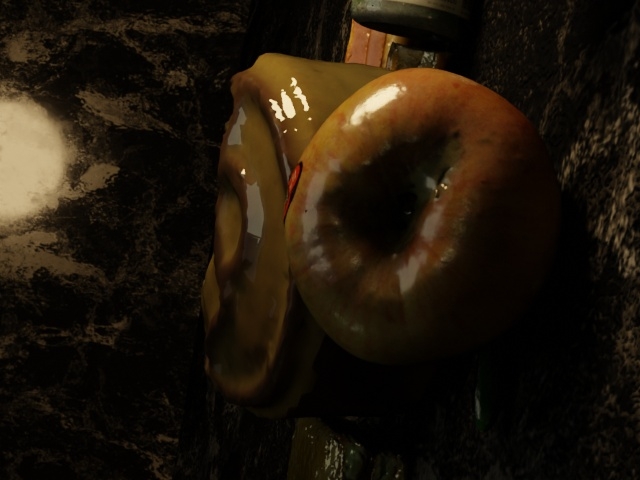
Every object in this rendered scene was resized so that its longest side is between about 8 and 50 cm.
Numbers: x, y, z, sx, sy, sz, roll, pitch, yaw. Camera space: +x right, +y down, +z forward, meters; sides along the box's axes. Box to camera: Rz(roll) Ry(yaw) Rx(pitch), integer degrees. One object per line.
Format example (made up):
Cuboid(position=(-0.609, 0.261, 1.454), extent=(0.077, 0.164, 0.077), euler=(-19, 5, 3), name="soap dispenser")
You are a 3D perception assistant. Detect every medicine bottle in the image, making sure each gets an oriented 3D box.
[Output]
Cuboid(position=(0.128, -0.385, 1.471), extent=(0.141, 0.141, 0.293), euler=(-153, 74, -77), name="medicine bottle")

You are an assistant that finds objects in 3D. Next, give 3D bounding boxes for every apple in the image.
Cuboid(position=(0.090, -0.018, 1.113), extent=(0.194, 0.261, 0.260), euler=(6, -84, -71), name="apple")

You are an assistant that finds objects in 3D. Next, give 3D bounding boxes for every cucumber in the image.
Cuboid(position=(0.161, 0.089, 1.175), extent=(0.036, 0.033, 0.184), euler=(83, -167, -67), name="cucumber")

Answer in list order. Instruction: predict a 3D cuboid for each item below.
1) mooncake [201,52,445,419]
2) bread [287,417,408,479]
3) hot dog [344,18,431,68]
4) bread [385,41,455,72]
Cuboid(position=(0.000, 0.000, 1.412), extent=(0.393, 0.246, 0.394), euler=(154, 114, -69), name="mooncake")
Cuboid(position=(0.026, 0.278, 1.470), extent=(0.196, 0.102, 0.138), euler=(-155, 74, -76), name="bread")
Cuboid(position=(0.098, -0.264, 1.619), extent=(0.135, 0.100, 0.337), euler=(-171, 90, -70), name="hot dog")
Cuboid(position=(0.114, -0.195, 1.506), extent=(0.083, 0.077, 0.070), euler=(-49, -29, -75), name="bread")
